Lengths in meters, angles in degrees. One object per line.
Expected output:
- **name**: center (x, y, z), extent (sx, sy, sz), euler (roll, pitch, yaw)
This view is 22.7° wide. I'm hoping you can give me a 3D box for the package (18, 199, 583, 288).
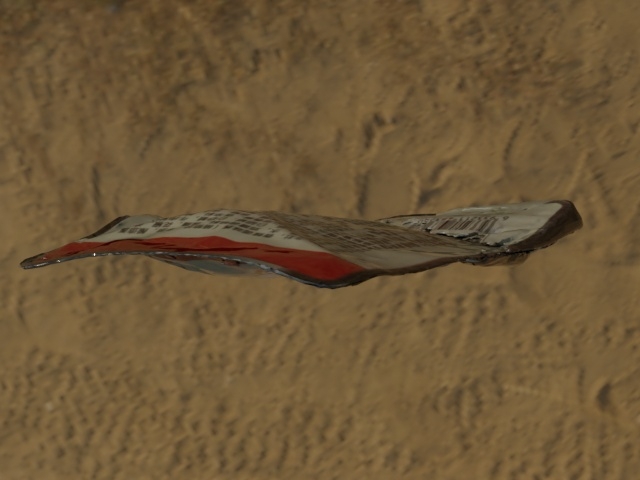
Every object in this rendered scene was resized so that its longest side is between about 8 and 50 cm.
- **package**: center (0.000, 0.000, 0.684), extent (0.154, 0.239, 0.030), euler (0, 92, 31)
